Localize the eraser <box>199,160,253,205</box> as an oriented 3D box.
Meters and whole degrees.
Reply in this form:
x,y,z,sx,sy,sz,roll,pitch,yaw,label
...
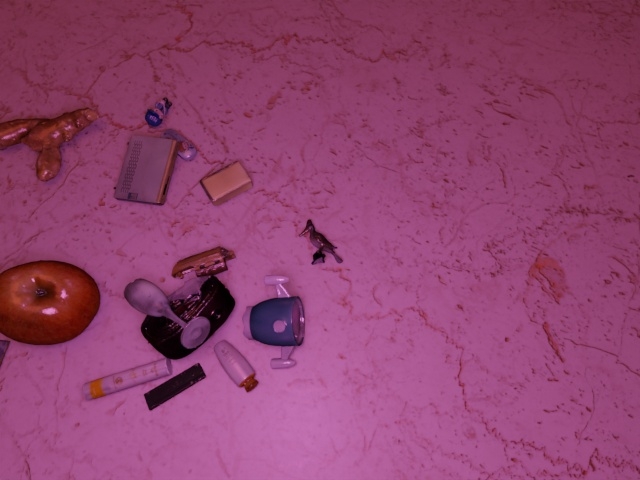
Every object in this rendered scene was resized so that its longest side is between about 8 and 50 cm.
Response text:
x,y,z,sx,sy,sz,roll,pitch,yaw,label
-0.360,-0.216,1.723,0.172,0.058,0.117,-31,67,-12,eraser

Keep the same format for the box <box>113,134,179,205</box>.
x,y,z,sx,sy,sz,roll,pitch,yaw,label
-0.676,-0.273,1.747,0.211,0.045,0.270,6,76,5,box

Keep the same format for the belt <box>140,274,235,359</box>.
x,y,z,sx,sy,sz,roll,pitch,yaw,label
-0.415,0.248,1.456,0.289,0.164,0.184,-41,44,-14,belt

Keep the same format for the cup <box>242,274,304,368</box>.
x,y,z,sx,sy,sz,roll,pitch,yaw,label
-0.151,0.260,1.438,0.173,0.167,0.299,-4,90,9,cup

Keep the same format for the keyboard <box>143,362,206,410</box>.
x,y,z,sx,sy,sz,roll,pitch,yaw,label
-0.460,0.462,1.429,0.196,0.018,0.060,-29,60,-11,keyboard

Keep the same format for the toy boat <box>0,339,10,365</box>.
x,y,z,sx,sy,sz,roll,pitch,yaw,label
-1.072,0.384,1.484,0.064,0.016,0.114,4,66,3,toy boat

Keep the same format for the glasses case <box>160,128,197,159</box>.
x,y,z,sx,sy,sz,roll,pitch,yaw,label
-0.573,-0.387,1.817,0.178,0.045,0.067,38,73,17,glasses case

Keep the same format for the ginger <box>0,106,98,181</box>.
x,y,z,sx,sy,sz,roll,pitch,yaw,label
-1.115,-0.442,1.837,0.363,0.122,0.348,28,66,20,ginger

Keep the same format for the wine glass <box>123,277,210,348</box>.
x,y,z,sx,sy,sz,roll,pitch,yaw,label
-0.515,0.260,1.297,0.310,0.096,0.264,23,56,33,wine glass

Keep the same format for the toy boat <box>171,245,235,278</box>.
x,y,z,sx,sy,sz,roll,pitch,yaw,label
-0.407,0.088,1.576,0.226,0.068,0.088,-19,71,-8,toy boat

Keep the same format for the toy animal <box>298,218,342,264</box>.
x,y,z,sx,sy,sz,roll,pitch,yaw,label
-0.006,0.007,1.613,0.105,0.070,0.202,-19,62,-21,toy animal

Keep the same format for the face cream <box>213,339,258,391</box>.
x,y,z,sx,sy,sz,roll,pitch,yaw,label
-0.269,0.398,1.433,0.072,0.051,0.182,-39,68,-16,face cream

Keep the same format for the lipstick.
x,y,z,sx,sy,sz,roll,pitch,yaw,label
-0.604,0.436,1.422,0.264,0.059,0.059,-17,65,-6,lipstick

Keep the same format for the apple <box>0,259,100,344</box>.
x,y,z,sx,sy,sz,roll,pitch,yaw,label
-0.888,0.192,1.442,0.310,0.250,0.277,-23,66,-11,apple

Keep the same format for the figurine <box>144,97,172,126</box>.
x,y,z,sx,sy,sz,roll,pitch,yaw,label
-0.682,-0.536,1.883,0.080,0.077,0.136,-19,39,33,figurine
